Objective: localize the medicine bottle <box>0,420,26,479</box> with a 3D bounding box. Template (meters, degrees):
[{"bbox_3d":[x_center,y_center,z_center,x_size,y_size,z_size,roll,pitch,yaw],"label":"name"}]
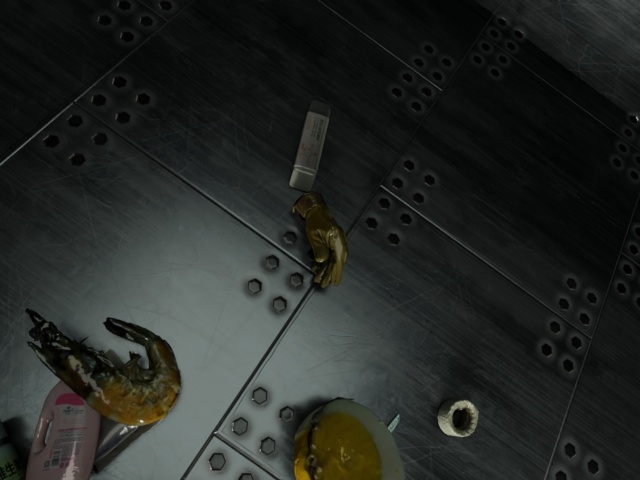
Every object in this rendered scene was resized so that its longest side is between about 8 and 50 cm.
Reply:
[{"bbox_3d":[-0.767,0.601,1.005,0.158,0.158,0.318,-29,81,-21],"label":"medicine bottle"}]

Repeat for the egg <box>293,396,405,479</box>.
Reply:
[{"bbox_3d":[0.056,0.627,1.191,0.336,0.201,0.338,20,46,-22],"label":"egg"}]

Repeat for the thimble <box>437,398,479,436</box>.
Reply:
[{"bbox_3d":[0.436,0.563,1.375,0.115,0.090,0.102,-30,78,-20],"label":"thimble"}]

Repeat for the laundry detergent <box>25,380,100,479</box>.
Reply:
[{"bbox_3d":[-0.633,0.443,1.089,0.158,0.088,0.336,-6,59,-2],"label":"laundry detergent"}]

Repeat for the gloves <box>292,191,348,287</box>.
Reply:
[{"bbox_3d":[0.014,-0.006,1.421,0.141,0.154,0.332,-14,69,-17],"label":"gloves"}]

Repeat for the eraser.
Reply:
[{"bbox_3d":[-0.036,-0.348,1.567,0.089,0.061,0.353,16,69,-8],"label":"eraser"}]

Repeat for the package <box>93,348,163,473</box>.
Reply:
[{"bbox_3d":[-0.578,0.455,1.164,0.203,0.062,0.251,-38,72,-22],"label":"package"}]

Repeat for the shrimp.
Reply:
[{"bbox_3d":[-0.558,0.295,1.135,0.444,0.085,0.272,38,32,-12],"label":"shrimp"}]

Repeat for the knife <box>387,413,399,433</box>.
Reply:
[{"bbox_3d":[0.181,0.620,1.327,0.210,0.015,0.028,-40,80,-23],"label":"knife"}]
